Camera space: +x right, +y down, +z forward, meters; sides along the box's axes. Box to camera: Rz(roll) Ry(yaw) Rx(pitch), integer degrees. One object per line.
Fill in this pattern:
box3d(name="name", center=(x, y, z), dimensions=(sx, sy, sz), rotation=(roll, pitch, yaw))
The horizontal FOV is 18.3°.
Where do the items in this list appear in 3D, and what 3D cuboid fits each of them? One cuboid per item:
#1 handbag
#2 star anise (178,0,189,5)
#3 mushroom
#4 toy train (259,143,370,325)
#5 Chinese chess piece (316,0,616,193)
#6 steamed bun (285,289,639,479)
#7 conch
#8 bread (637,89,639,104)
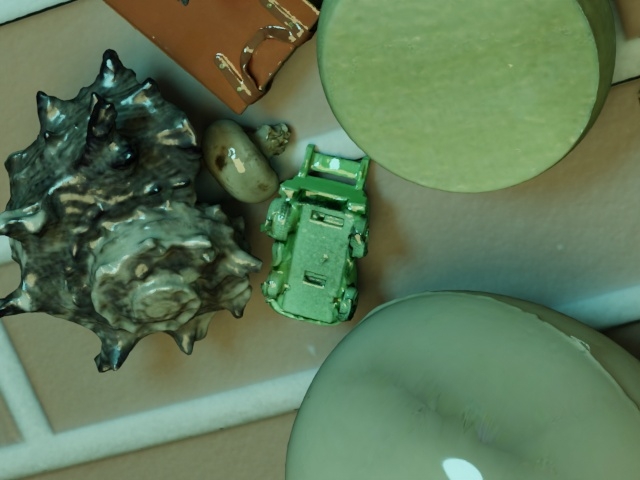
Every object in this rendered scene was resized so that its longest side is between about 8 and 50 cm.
box3d(name="handbag", center=(-0.097, -0.215, 1.720), dimensions=(0.190, 0.063, 0.127), rotation=(41, 116, -2))
box3d(name="star anise", center=(-0.116, -0.320, 1.611), dimensions=(0.212, 0.129, 0.283), rotation=(34, 106, 0))
box3d(name="mushroom", center=(-0.062, -0.079, 1.770), dimensions=(0.079, 0.085, 0.085), rotation=(-39, 101, -4))
box3d(name="toy train", center=(0.000, 0.000, 1.783), dimensions=(0.099, 0.081, 0.149), rotation=(12, 121, 8))
box3d(name="Chinese chess piece", center=(0.121, -0.162, 1.654), dimensions=(0.250, 0.101, 0.250), rotation=(6, 120, 10))
box3d(name="steamed bun", center=(0.148, 0.213, 1.695), dimensions=(0.374, 0.334, 0.334), rotation=(31, 121, 33))
box3d(name="conch", center=(-0.167, -0.012, 1.752), dimensions=(0.240, 0.186, 0.313), rotation=(6, 120, 17))
box3d(name="bread", center=(0.321, -0.063, 1.698), dimensions=(0.068, 0.028, 0.154), rotation=(-11, 112, 16))
